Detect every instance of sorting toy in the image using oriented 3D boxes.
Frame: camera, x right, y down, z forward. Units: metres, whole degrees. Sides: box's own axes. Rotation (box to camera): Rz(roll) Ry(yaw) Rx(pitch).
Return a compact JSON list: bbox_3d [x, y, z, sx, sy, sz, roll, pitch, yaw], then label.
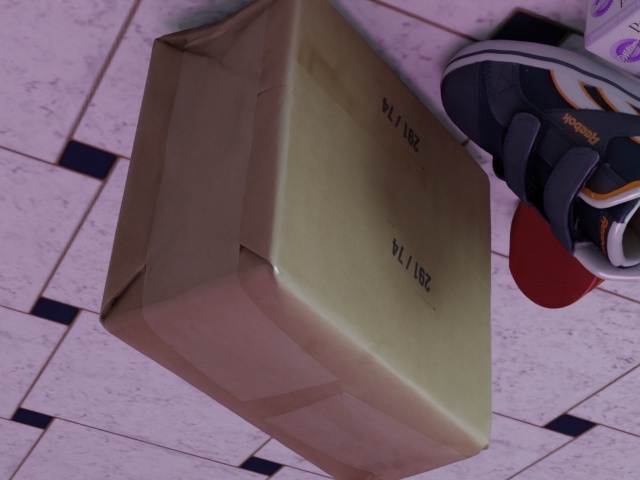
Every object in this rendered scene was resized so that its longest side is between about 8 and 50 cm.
[{"bbox_3d":[0.347,0.002,1.231,0.126,0.127,0.365,4,175,-42],"label":"sorting toy"}]

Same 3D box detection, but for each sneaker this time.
[{"bbox_3d":[0.213,-0.059,1.071,0.321,0.127,0.126,24,152,30],"label":"sneaker"}]

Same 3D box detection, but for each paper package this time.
[{"bbox_3d":[0.000,0.000,1.139,0.168,0.309,0.325,-19,140,31],"label":"paper package"}]

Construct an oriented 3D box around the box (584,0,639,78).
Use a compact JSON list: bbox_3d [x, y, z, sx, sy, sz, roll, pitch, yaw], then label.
[{"bbox_3d":[0.318,-0.225,0.951,0.067,0.063,0.324,25,144,-24],"label":"box"}]
